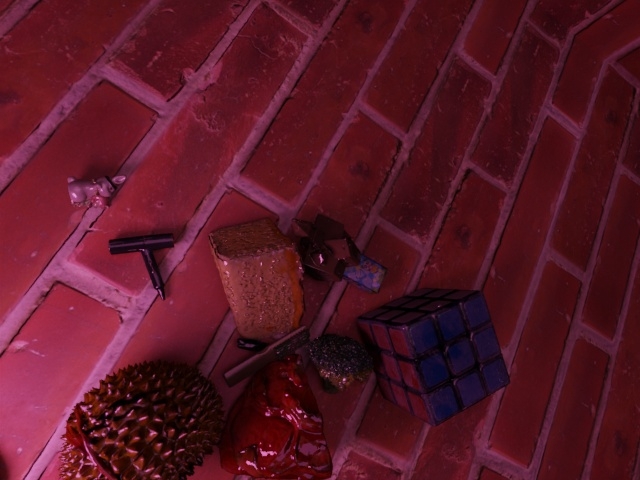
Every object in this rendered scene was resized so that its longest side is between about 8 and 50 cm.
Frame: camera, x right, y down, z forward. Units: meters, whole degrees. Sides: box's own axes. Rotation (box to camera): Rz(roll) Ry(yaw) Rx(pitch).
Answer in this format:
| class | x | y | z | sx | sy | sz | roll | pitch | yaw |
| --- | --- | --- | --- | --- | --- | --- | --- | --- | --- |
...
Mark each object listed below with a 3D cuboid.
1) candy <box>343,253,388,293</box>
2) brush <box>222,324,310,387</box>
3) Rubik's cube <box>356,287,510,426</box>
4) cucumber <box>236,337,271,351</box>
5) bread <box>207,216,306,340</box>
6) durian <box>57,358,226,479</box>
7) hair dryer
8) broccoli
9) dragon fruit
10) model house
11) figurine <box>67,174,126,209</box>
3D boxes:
| class | x | y | z | sx | sy | sz | roll | pitch | yaw |
| --- | --- | --- | --- | --- | --- | --- | --- | --- | --- |
| candy | 0.123 | 0.096 | 1.357 | 0.195 | 0.062 | 0.097 | 30 | 73 | -12 |
| brush | -0.151 | 0.345 | 1.190 | 0.283 | 0.048 | 0.054 | -28 | 112 | -18 |
| Rubik's cube | 0.341 | 0.337 | 1.253 | 0.301 | 0.304 | 0.304 | -18 | 93 | -22 |
| cucumber | -0.187 | 0.318 | 1.207 | 0.135 | 0.034 | 0.033 | 23 | 40 | -32 |
| bread | -0.191 | 0.110 | 1.245 | 0.249 | 0.279 | 0.315 | -13 | 128 | -20 |
| durian | -0.431 | 0.469 | 0.973 | 0.347 | 0.348 | 0.384 | 49 | 38 | -5 |
| hair dryer | -0.505 | 0.082 | 1.152 | 0.174 | 0.050 | 0.194 | -6 | 86 | -17 |
| broccoli | 0.052 | 0.391 | 1.238 | 0.220 | 0.194 | 0.193 | 9 | 77 | 1 |
| dragon fruit | -0.127 | 0.489 | 1.112 | 0.286 | 0.228 | 0.328 | 6 | 80 | -17 |
| model house | 0.000 | 0.000 | 1.206 | 0.248 | 0.176 | 0.180 | 42 | 53 | -46 |
| figurine | -0.628 | -0.139 | 1.142 | 0.146 | 0.081 | 0.098 | -9 | 127 | -25 |
